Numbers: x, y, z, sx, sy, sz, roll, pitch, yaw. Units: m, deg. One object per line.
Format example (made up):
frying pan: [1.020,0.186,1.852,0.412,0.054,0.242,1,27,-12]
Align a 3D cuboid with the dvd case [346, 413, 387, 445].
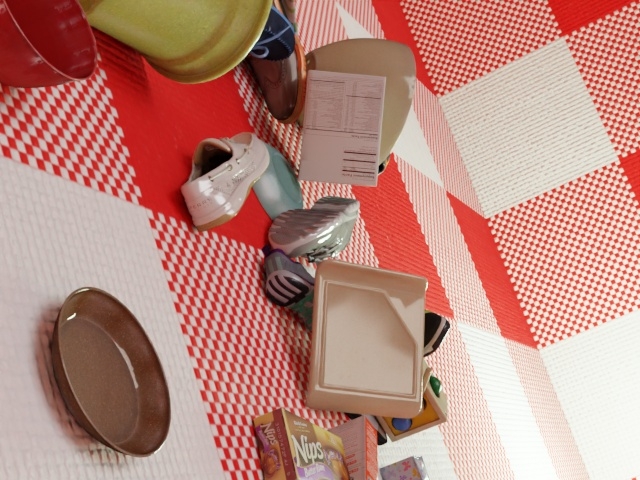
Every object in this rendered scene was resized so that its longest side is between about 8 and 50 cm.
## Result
dvd case: [0.056,0.220,1.965,0.180,0.022,0.253,49,24,-41]

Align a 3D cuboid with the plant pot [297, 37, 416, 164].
plant pot: [0.046,-0.305,2.308,0.191,0.284,0.284,15,42,-21]

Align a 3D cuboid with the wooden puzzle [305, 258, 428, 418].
wooden puzzle: [0.075,0.163,1.795,0.221,0.044,0.238,11,79,-31]

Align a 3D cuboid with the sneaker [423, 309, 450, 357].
sneaker: [0.136,0.150,2.000,0.097,0.235,0.084,37,73,-27]

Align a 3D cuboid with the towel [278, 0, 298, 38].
towel: [-0.080,-0.534,2.345,0.325,0.038,0.248,86,-12,-65]

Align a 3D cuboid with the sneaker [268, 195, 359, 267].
sneaker: [0.000,0.000,1.959,0.281,0.105,0.115,-25,119,-60]

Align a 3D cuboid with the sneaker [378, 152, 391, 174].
sneaker: [0.083,-0.294,2.555,0.321,0.125,0.180,59,18,-19]

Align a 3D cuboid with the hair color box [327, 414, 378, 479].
hair color box: [0.048,0.342,1.698,0.043,0.072,0.141,55,21,-29]

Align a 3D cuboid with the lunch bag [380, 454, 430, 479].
lunch bag: [0.151,0.419,1.889,0.053,0.071,0.083,23,46,-62]

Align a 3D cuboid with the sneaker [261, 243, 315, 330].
sneaker: [-0.017,0.081,1.844,0.224,0.083,0.098,42,23,-47]

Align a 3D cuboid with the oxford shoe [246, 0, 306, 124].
oxford shoe: [-0.131,-0.396,2.152,0.133,0.130,0.363,-10,79,-40]

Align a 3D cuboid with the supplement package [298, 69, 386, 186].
supplement package: [0.041,-0.211,2.096,0.194,0.149,0.203,-75,170,-86]

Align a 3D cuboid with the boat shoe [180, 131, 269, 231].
boat shoe: [-0.150,-0.119,1.699,0.096,0.098,0.277,59,20,-21]

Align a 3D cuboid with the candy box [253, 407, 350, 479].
candy box: [-0.021,0.316,1.567,0.187,0.053,0.109,42,29,-54]

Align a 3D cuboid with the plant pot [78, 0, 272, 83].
plant pot: [-0.248,-0.382,1.559,0.254,0.276,0.276,8,58,-57]

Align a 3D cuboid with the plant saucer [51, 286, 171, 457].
plant saucer: [-0.235,0.148,1.205,0.198,0.036,0.198,53,22,-33]

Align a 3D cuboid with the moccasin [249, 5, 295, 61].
moccasin: [-0.178,-0.377,1.956,0.342,0.138,0.116,18,60,-45]

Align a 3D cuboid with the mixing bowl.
mixing bowl: [-0.355,-0.248,1.284,0.181,0.098,0.181,55,21,-32]

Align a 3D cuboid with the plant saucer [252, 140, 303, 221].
plant saucer: [-0.075,-0.107,2.000,0.195,0.037,0.195,54,20,-30]

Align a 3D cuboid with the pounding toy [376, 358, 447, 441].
pounding toy: [0.158,0.270,1.920,0.130,0.141,0.100,59,19,-21]
